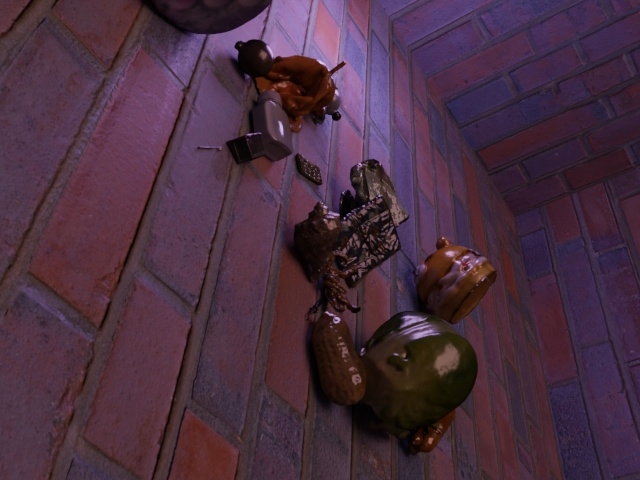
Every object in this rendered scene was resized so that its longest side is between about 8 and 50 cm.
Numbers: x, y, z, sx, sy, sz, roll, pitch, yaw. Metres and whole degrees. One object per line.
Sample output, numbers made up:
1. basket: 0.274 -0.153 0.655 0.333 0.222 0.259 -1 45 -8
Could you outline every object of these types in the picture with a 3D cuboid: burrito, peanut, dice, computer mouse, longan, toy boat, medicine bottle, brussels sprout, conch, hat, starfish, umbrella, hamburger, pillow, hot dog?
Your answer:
1. burrito: 0.169 -0.134 2.257 0.144 0.089 0.228 -31 97 -35
2. peanut: 0.040 0.279 1.766 0.120 0.110 0.236 10 50 -36
3. dice: -0.269 -0.678 1.772 0.270 0.271 0.270 20 52 -57
4. computer mouse: 0.096 -0.059 2.218 0.106 0.062 0.192 22 44 -56
5. longan: -0.182 -0.496 2.005 0.119 0.106 0.106 34 37 -25
6. toy boat: -0.032 -0.204 2.140 0.115 0.016 0.063 29 44 -53
7. medicine bottle: -0.129 -0.309 1.976 0.119 0.069 0.183 33 42 -49
8. brussels sprout: 0.238 0.334 1.915 0.371 0.315 0.276 13 34 -54
9. conch: 0.000 0.000 1.897 0.155 0.130 0.207 -28 118 -61
10. hat: -0.031 -0.463 2.109 0.244 0.233 0.233 67 23 -2
11. starfish: 0.052 0.126 1.948 0.189 0.074 0.146 -86 156 -44
12. umbrella: -0.007 0.163 1.869 0.149 0.022 0.022 -50 156 -63
13. hamburger: 0.443 0.128 2.530 0.237 0.276 0.276 43 17 21
14. pillow: 0.129 -0.002 2.139 0.256 0.034 0.188 -35 107 -35
15. hot dog: 0.306 0.518 2.079 0.072 0.109 0.269 64 27 -1

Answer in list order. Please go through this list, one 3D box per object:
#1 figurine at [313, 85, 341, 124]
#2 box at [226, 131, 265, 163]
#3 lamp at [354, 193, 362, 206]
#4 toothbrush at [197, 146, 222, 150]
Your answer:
1. figurine: 0.005 -0.427 2.328 0.147 0.093 0.197 40 37 -4
2. box: -0.179 -0.225 1.821 0.085 0.060 0.063 -29 103 -66
3. lamp: 0.160 -0.130 2.354 0.105 0.105 0.105 45 32 -39
4. toothbrush: -0.254 -0.212 1.715 0.097 0.006 0.008 -10 82 -65
